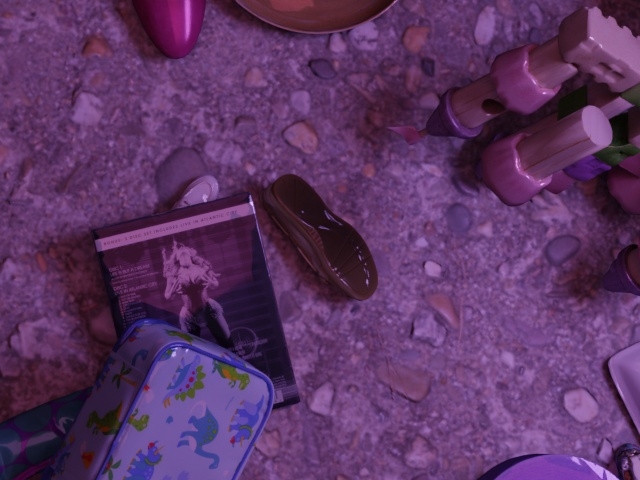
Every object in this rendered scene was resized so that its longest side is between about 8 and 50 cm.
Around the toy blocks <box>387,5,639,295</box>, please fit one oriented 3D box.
[{"bbox_3d":[0.260,-0.119,1.808,0.288,0.260,0.309,27,54,-31],"label":"toy blocks"}]

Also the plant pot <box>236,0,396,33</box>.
[{"bbox_3d":[-0.008,-0.328,1.875,0.236,0.032,0.236,1,83,-5],"label":"plant pot"}]

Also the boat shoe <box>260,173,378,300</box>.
[{"bbox_3d":[-0.002,0.001,1.835,0.153,0.048,0.056,47,57,-6],"label":"boat shoe"}]

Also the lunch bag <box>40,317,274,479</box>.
[{"bbox_3d":[-0.152,0.197,1.729,0.176,0.090,0.219,25,92,-40],"label":"lunch bag"}]

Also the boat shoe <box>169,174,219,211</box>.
[{"bbox_3d":[-0.137,-0.025,1.823,0.035,0.035,0.100,39,81,-1],"label":"boat shoe"}]

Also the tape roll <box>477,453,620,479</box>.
[{"bbox_3d":[0.229,0.308,1.803,0.189,0.080,0.189,1,83,-7],"label":"tape roll"}]

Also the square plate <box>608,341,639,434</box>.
[{"bbox_3d":[0.522,0.206,1.862,0.347,0.049,0.344,-25,87,-9],"label":"square plate"}]

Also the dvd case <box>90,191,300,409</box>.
[{"bbox_3d":[-0.124,0.077,1.805,0.164,0.018,0.221,-14,96,-7],"label":"dvd case"}]

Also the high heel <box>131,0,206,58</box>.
[{"bbox_3d":[-0.154,-0.311,1.813,0.082,0.117,0.244,0,83,-6],"label":"high heel"}]

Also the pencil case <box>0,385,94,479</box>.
[{"bbox_3d":[-0.261,0.195,1.769,0.151,0.064,0.070,-22,59,-7],"label":"pencil case"}]

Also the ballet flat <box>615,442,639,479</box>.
[{"bbox_3d":[0.332,0.263,1.839,0.041,0.041,0.114,-18,86,-8],"label":"ballet flat"}]
